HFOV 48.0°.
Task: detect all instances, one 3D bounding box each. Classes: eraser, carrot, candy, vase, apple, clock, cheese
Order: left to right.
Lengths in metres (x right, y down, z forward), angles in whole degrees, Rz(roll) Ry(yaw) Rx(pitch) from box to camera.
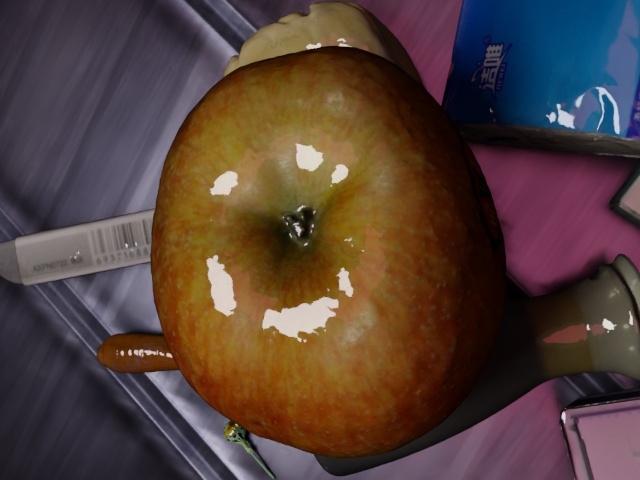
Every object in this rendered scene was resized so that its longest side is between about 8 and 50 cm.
[{"bbox_3d":[-0.217,0.000,0.813,0.352,0.089,0.061,-11,91,16],"label":"eraser"},{"bbox_3d":[-0.152,0.133,0.825,0.216,0.048,0.048,2,92,10],"label":"carrot"},{"bbox_3d":[-0.078,0.239,0.819,0.023,0.025,0.083,-42,93,0],"label":"candy"},{"bbox_3d":[0.000,0.000,0.552,0.278,0.250,0.309,-25,57,-5],"label":"apple"},{"bbox_3d":[0.004,-0.120,0.740,0.214,0.117,0.225,-23,90,20],"label":"cheese"},{"bbox_3d":[0.142,0.107,0.686,0.321,0.173,0.173,-15,87,11],"label":"vase"},{"bbox_3d":[0.335,0.206,0.657,0.194,0.073,0.144,-15,80,24],"label":"clock"}]

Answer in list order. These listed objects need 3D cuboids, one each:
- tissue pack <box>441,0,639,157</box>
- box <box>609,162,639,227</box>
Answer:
[{"bbox_3d":[0.224,-0.215,0.638,0.209,0.137,0.269,15,96,43],"label":"tissue pack"},{"bbox_3d":[0.399,-0.104,0.651,0.135,0.079,0.269,37,100,11],"label":"box"}]
